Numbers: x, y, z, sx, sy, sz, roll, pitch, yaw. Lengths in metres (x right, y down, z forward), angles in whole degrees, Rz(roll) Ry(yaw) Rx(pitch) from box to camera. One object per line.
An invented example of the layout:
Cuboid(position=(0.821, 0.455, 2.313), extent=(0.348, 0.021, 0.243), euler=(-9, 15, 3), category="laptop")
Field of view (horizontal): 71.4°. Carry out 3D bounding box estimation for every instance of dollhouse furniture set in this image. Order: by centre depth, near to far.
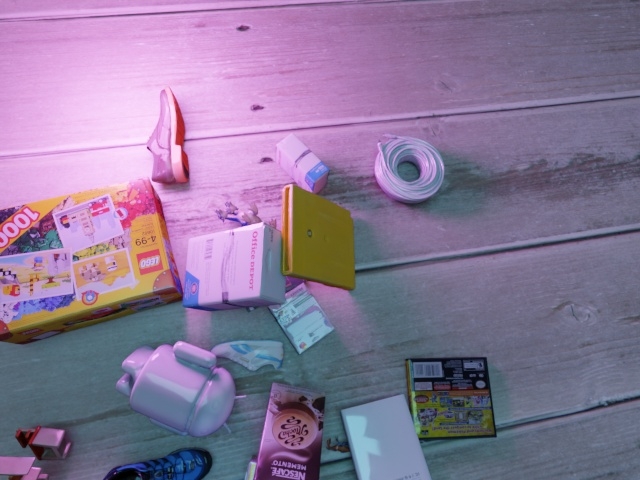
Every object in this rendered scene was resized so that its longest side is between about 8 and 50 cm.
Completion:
Cuboid(position=(-0.779, 0.634, 1.164), extent=(0.135, 0.262, 0.259), euler=(4, 39, -3), category="dollhouse furniture set")

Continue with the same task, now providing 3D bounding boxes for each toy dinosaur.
Cuboid(position=(0.059, 0.620, 1.344), extent=(0.082, 0.090, 0.047), euler=(20, 78, -47), category="toy dinosaur")

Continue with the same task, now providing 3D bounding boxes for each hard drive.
Cuboid(position=(0.201, 0.646, 1.324), extent=(0.210, 0.040, 0.319), euler=(-10, 63, -12), category="hard drive")

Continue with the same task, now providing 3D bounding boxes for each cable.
Cuboid(position=(0.324, -0.259, 1.640), extent=(0.256, 0.089, 0.257), euler=(5, 73, -6), category="cable")

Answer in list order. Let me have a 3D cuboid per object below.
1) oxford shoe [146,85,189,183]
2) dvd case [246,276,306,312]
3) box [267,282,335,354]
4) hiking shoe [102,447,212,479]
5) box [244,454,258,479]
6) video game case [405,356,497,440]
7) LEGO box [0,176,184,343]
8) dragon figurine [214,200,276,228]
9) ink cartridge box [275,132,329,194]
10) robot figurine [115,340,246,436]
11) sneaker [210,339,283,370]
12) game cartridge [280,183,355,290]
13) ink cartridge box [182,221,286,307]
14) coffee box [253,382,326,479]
Cuboid(position=(-0.549, -0.373, 1.557), extent=(0.132, 0.130, 0.364), euler=(-9, 74, -3), category="oxford shoe")
Cuboid(position=(-0.182, 0.118, 1.500), extent=(0.221, 0.018, 0.165), euler=(-27, 78, -13), category="dvd case")
Cuboid(position=(-0.063, 0.255, 1.461), extent=(0.145, 0.038, 0.186), euler=(-33, 78, -15), category="box")
Cuboid(position=(-0.456, 0.663, 1.238), extent=(0.303, 0.132, 0.113), euler=(-12, 74, -10), category="hiking shoe")
Cuboid(position=(-0.116, 0.699, 1.275), extent=(0.203, 0.114, 0.103), euler=(13, 72, -2), category="box")
Cuboid(position=(0.419, 0.507, 1.440), extent=(0.274, 0.035, 0.248), euler=(1, 73, -7), category="video game case")
Cuboid(position=(-0.719, 0.059, 1.364), extent=(0.499, 0.193, 0.373), euler=(-16, 75, -11), category="LEGO box")
Cuboid(position=(-0.219, -0.045, 1.510), extent=(0.289, 0.144, 0.085), euler=(37, 68, -15), category="dragon figurine")
Cuboid(position=(-0.065, -0.262, 1.568), extent=(0.082, 0.140, 0.191), euler=(-41, 81, -15), category="ink cartridge box")
Cuboid(position=(-0.396, 0.429, 1.282), extent=(0.353, 0.200, 0.300), euler=(24, 112, 1), category="robot figurine")
Cuboid(position=(-0.229, 0.358, 1.385), extent=(0.228, 0.087, 0.092), euler=(1, 75, -4), category="sneaker")
Cuboid(position=(0.000, 0.000, 1.438), extent=(0.052, 0.323, 0.286), euler=(-14, 68, 36), category="game cartridge")
Cuboid(position=(-0.260, 0.090, 1.361), extent=(0.307, 0.129, 0.223), euler=(-10, 69, 30), category="ink cartridge box")
Cuboid(position=(-0.084, 0.565, 1.239), extent=(0.168, 0.119, 0.297), euler=(12, 34, -4), category="coffee box")
